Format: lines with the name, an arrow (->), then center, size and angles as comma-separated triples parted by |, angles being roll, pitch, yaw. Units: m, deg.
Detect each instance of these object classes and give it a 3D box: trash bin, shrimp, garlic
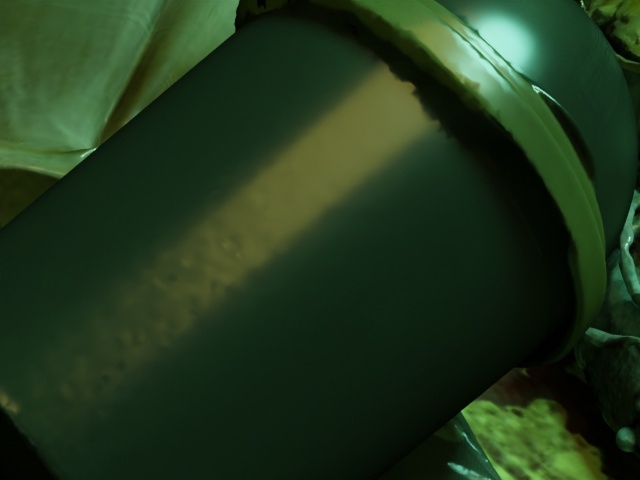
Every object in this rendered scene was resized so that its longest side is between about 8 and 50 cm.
trash bin -> 0.000, 0.000, 0.688 | 0.334, 0.214, 0.214 | -38, 58, -23
shrimp -> 0.199, 0.006, 0.931 | 0.221, 0.166, 0.410 | 11, 21, -6
garlic -> -0.136, -0.078, 0.903 | 0.279, 0.132, 0.325 | 16, 35, -3

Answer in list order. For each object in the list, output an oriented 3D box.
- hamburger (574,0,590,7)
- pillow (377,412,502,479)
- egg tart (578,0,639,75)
hamburger -> 0.232, -0.238, 1.325 | 0.189, 0.122, 0.215 | -15, 43, -37
pillow -> 0.032, 0.126, 0.751 | 0.169, 0.059, 0.255 | -4, 39, -25
egg tart -> 0.271, -0.130, 0.974 | 0.232, 0.098, 0.252 | 30, 26, 36
